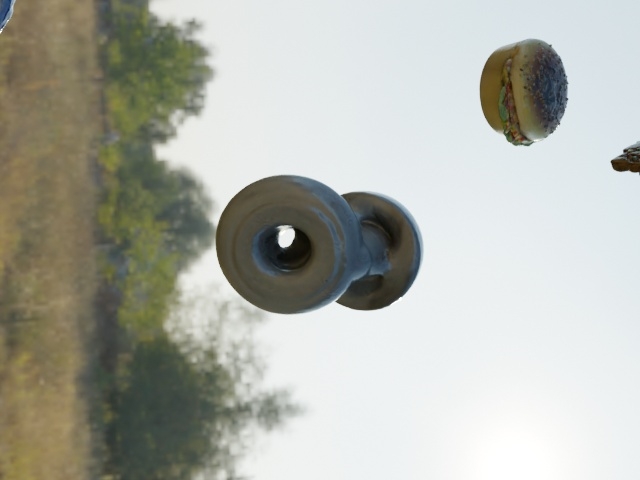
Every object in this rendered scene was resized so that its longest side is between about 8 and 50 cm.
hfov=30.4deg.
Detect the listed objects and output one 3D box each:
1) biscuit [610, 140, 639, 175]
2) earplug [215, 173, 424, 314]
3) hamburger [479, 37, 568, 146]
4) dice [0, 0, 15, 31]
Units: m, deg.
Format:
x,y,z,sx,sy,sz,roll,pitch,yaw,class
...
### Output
x,y,z,sx,sy,sz,roll,pitch,yaw,class
0.344,-0.090,1.205,0.092,0.082,0.016,-48,131,-47,biscuit
0.005,0.006,1.746,0.175,0.325,0.214,48,-53,54,earplug
0.250,-0.179,1.429,0.081,0.141,0.126,4,-69,46,hamburger
-0.463,-0.313,1.421,0.143,0.146,0.146,-46,-123,19,dice
